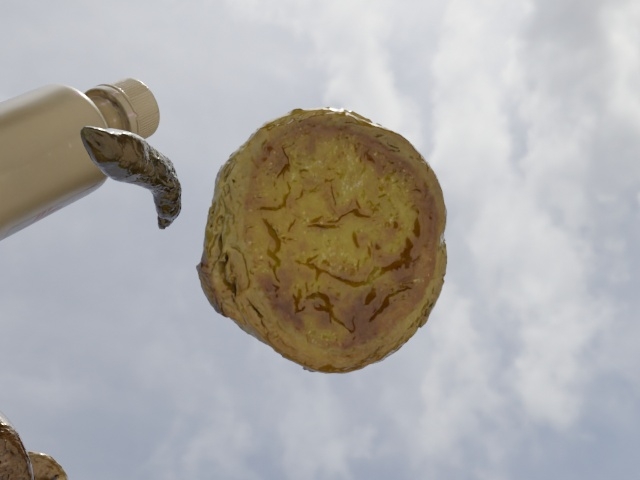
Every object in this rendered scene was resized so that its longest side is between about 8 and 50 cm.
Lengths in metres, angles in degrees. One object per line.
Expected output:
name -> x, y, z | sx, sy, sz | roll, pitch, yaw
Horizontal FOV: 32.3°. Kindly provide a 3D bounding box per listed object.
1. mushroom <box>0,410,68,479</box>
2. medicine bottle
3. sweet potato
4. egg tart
mushroom -> -0.249, 0.175, 0.810 | 0.109, 0.126, 0.085 | 35, -134, 2
medicine bottle -> -0.258, -0.087, 1.047 | 0.252, 0.114, 0.114 | -36, -74, -45
sweet potato -> -0.133, -0.052, 0.813 | 0.038, 0.041, 0.153 | 66, -174, 28
egg tart -> 0.002, -0.003, 1.373 | 0.341, 0.129, 0.341 | 1, -93, -24
